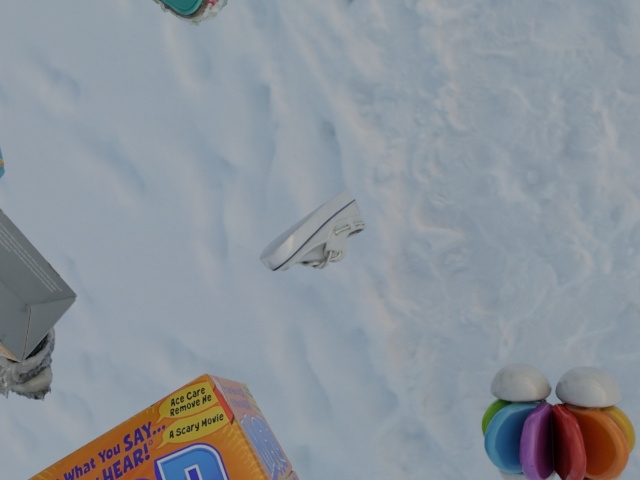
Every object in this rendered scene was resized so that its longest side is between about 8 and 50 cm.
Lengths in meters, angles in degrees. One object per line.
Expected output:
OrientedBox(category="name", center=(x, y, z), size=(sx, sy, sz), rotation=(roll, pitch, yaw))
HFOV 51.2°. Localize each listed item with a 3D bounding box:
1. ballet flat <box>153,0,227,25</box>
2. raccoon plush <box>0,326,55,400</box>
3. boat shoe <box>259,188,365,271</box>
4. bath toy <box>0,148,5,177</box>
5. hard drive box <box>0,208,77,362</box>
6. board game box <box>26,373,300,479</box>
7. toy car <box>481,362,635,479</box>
OrientedBox(category="ballet flat", center=(-0.187, -0.314, 0.691), size=(0.241, 0.077, 0.091), rotation=(47, 119, 1))
OrientedBox(category="raccoon plush", center=(-0.619, 0.149, 0.992), size=(0.446, 0.299, 0.216), rotation=(-7, 65, 16))
OrientedBox(category="boat shoe", center=(0.000, 0.000, 1.027), size=(0.096, 0.267, 0.088), rotation=(-34, 93, 26))
OrientedBox(category="bath toy", center=(-0.617, -0.149, 0.974), size=(0.129, 0.348, 0.151), rotation=(-20, 74, 5))
OrientedBox(category="hard drive box", center=(-0.393, 0.015, 0.675), size=(0.232, 0.181, 0.089), rotation=(7, 49, 34))
OrientedBox(category="board game box", center=(-0.204, 0.450, 0.992), size=(0.356, 0.356, 0.356), rotation=(-30, 77, -6))
OrientedBox(category="toy car", center=(0.280, 0.241, 0.808), size=(0.182, 0.136, 0.159), rotation=(-2, 97, 28))
